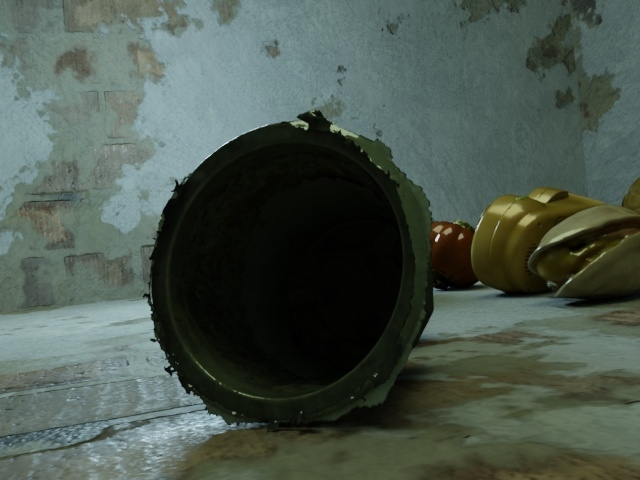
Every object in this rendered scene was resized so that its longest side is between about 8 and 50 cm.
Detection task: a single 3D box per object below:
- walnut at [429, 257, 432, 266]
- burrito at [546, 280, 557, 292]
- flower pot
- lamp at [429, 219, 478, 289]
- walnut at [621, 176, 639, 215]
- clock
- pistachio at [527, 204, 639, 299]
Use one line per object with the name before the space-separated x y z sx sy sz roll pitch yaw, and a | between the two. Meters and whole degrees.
walnut | 0.026 0.046 0.957 0.282 0.227 0.283 0 13 0
burrito | 0.545 0.092 1.379 0.188 0.045 0.058 -3 14 -42
flower pot | 0.002 0.048 0.669 0.290 0.290 0.259 -6 -14 20
lamp | 0.366 0.042 1.804 0.223 0.197 0.223 27 -14 7
walnut | 0.919 -0.055 1.600 0.332 0.333 0.333 -5 -1 0
clock | 0.501 0.006 1.504 0.317 0.244 0.200 -9 17 -37
pistachio | 0.546 0.030 1.258 0.299 0.188 0.187 -13 2 -26
